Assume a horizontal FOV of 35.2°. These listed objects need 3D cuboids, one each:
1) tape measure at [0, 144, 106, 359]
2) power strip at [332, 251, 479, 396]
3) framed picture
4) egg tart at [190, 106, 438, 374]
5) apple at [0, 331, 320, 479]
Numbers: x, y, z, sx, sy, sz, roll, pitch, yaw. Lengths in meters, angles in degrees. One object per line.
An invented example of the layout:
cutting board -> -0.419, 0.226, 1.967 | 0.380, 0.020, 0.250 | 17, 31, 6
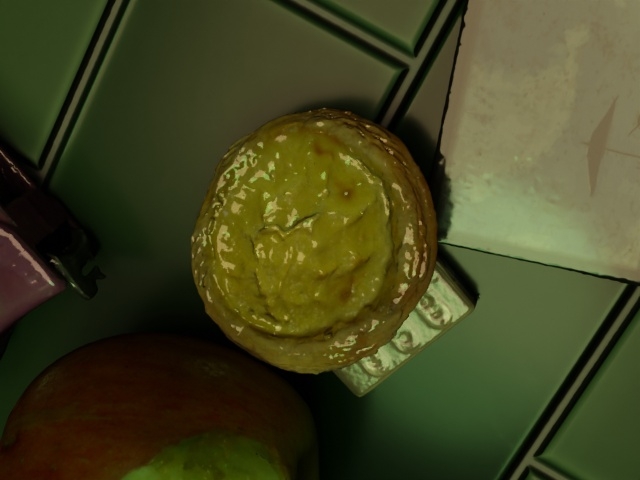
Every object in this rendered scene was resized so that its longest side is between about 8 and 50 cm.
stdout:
tape measure -> -0.323, 0.012, 0.775 | 0.231, 0.149, 0.245 | -35, 101, 14
power strip -> 0.055, 0.064, 0.762 | 0.123, 0.032, 0.056 | -41, 91, 18
framed picture -> 0.259, -0.089, 0.693 | 0.346, 0.016, 0.265 | 13, 106, 9
egg tart -> 0.000, 0.000, 0.725 | 0.191, 0.074, 0.191 | 0, 91, 23
apple -> -0.110, 0.189, 0.716 | 0.226, 0.246, 0.246 | 6, 104, 5
